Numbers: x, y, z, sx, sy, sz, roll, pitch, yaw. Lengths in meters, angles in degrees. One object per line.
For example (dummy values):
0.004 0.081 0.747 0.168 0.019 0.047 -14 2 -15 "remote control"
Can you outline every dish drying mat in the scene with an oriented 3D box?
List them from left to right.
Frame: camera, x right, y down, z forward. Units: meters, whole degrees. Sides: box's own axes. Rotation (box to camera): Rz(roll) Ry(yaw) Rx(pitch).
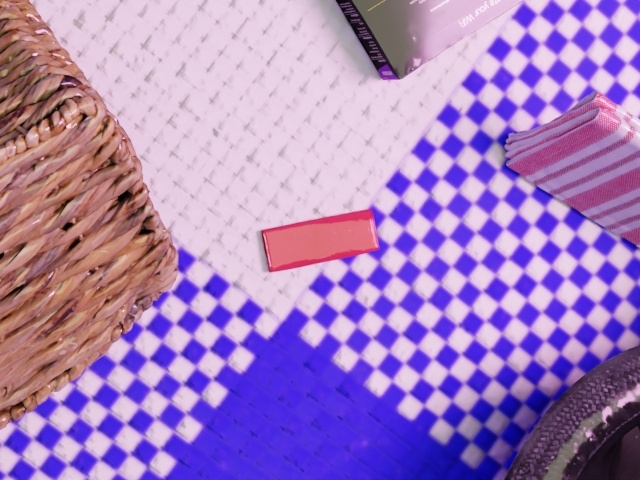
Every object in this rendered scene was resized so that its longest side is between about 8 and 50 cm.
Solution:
0.000 0.000 1.388 0.083 0.008 0.032 -11 96 -12 "dish drying mat"

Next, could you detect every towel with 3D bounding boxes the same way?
0.241 -0.037 1.376 0.197 0.144 0.029 30 70 -14 "towel"

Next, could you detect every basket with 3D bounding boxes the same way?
-0.271 -0.006 1.279 0.299 0.223 0.213 -32 134 -9 "basket"

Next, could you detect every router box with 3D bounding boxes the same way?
0.090 -0.216 1.372 0.179 0.046 0.133 -33 102 -9 "router box"

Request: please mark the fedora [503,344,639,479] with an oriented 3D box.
0.240 0.230 1.389 0.334 0.152 0.334 -1 93 -14 "fedora"
